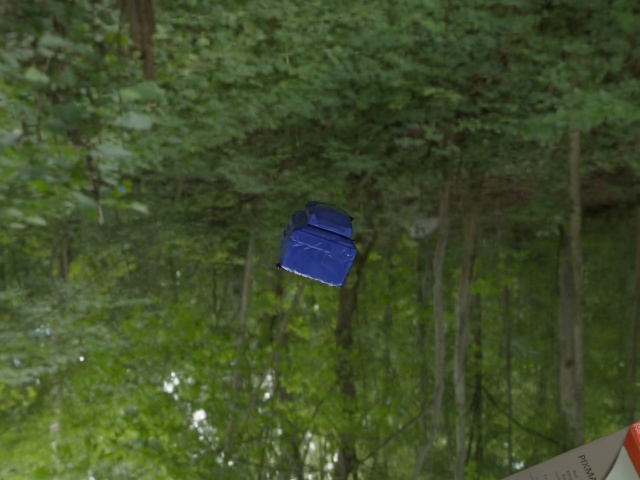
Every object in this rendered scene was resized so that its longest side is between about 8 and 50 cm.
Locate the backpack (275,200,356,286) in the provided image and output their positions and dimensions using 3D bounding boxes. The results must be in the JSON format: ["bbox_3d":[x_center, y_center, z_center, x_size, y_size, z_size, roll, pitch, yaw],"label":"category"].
[{"bbox_3d":[0.000,0.000,0.904,0.097,0.101,0.120,25,-173,-9],"label":"backpack"}]

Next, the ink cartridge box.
[{"bbox_3d":[0.258,0.214,0.575,0.179,0.145,0.045,-26,-135,15],"label":"ink cartridge box"}]
